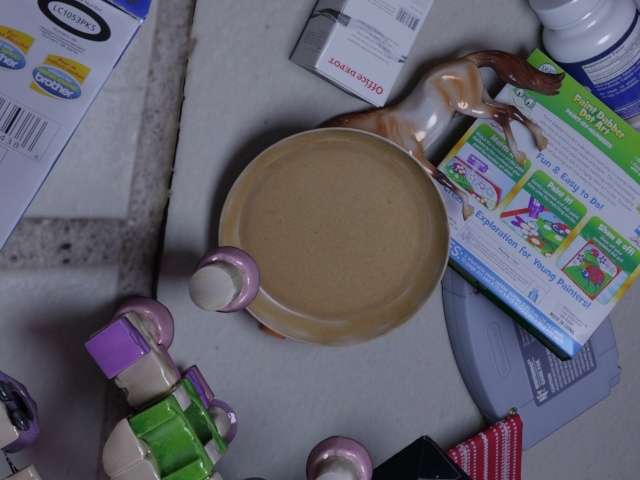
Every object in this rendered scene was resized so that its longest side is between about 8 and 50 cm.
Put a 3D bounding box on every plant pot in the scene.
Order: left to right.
[{"bbox_3d":[0.014,-0.006,1.674,0.236,0.032,0.236,-1,110,-1],"label":"plant pot"}]

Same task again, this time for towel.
[{"bbox_3d":[0.119,0.325,1.886,0.275,0.031,0.199,-25,134,-25],"label":"towel"}]

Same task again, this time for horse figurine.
[{"bbox_3d":[0.132,-0.118,1.736,0.263,0.066,0.174,-41,89,-7],"label":"horse figurine"}]

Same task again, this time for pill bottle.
[{"bbox_3d":[0.312,-0.220,1.820,0.112,0.112,0.186,-49,124,-11],"label":"pill bottle"}]

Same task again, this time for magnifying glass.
[{"bbox_3d":[0.000,0.000,1.704,0.092,0.026,0.231,24,109,-9],"label":"magnifying glass"}]

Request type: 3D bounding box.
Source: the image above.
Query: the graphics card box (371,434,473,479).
[{"bbox_3d":[0.067,0.399,1.788,0.233,0.094,0.371,-31,140,-19],"label":"graphics card box"}]

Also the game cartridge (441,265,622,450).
[{"bbox_3d":[0.243,0.091,1.910,0.196,0.060,0.294,-31,119,-25],"label":"game cartridge"}]

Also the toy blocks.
[{"bbox_3d":[-0.141,0.186,1.615,0.309,0.260,0.288,-30,91,5],"label":"toy blocks"}]

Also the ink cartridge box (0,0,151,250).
[{"bbox_3d":[-0.299,-0.167,1.264,0.270,0.151,0.395,27,125,-16],"label":"ink cartridge box"}]

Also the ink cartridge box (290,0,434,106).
[{"bbox_3d":[0.044,-0.219,1.679,0.099,0.056,0.135,27,89,-35],"label":"ink cartridge box"}]

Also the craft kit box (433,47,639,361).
[{"bbox_3d":[0.250,-0.040,1.791,0.250,0.061,0.246,41,82,2],"label":"craft kit box"}]
